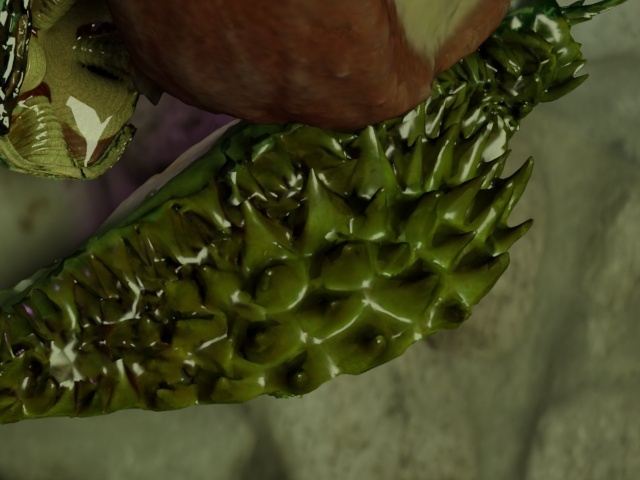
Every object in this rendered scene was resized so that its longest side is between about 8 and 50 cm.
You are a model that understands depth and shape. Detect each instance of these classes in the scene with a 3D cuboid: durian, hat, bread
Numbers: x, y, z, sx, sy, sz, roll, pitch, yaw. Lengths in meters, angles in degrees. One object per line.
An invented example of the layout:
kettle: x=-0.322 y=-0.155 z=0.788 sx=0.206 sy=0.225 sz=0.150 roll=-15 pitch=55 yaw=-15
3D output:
durian: x=-0.001 y=-0.006 z=0.719 sx=0.375 sy=0.132 sz=0.106 roll=-30 pitch=98 yaw=-26
hat: x=-0.102 y=-0.062 z=0.681 sx=0.076 sy=0.059 sz=0.077 roll=8 pitch=93 yaw=-53
bread: x=-0.011 y=-0.154 z=0.636 sx=0.190 sy=0.123 sz=0.244 roll=-61 pitch=146 yaw=-43
